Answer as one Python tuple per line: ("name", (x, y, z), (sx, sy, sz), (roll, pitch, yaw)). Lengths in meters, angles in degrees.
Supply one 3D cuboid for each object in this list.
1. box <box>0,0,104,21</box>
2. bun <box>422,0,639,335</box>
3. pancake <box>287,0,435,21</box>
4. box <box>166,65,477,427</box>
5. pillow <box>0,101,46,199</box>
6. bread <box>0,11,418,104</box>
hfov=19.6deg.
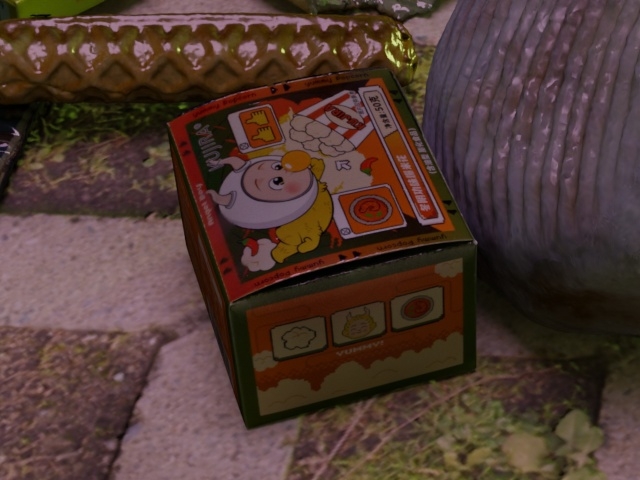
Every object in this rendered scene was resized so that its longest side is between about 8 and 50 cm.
("box", (-0.300, -0.301, 1.708), (0.187, 0.047, 0.335), (-32, 49, -29))
("bun", (0.229, -0.097, 1.313), (0.211, 0.362, 0.362), (20, 38, -27))
("pancake", (0.028, -0.357, 1.744), (0.305, 0.067, 0.426), (12, 46, 14))
("box", (0.000, 0.000, 1.337), (0.178, 0.148, 0.195), (-14, 46, -8))
("pillow", (-0.328, -0.098, 1.541), (0.189, 0.034, 0.255), (5, 48, 12))
("bread", (-0.102, -0.148, 1.522), (0.368, 0.077, 0.084), (-2, 1, -4))
